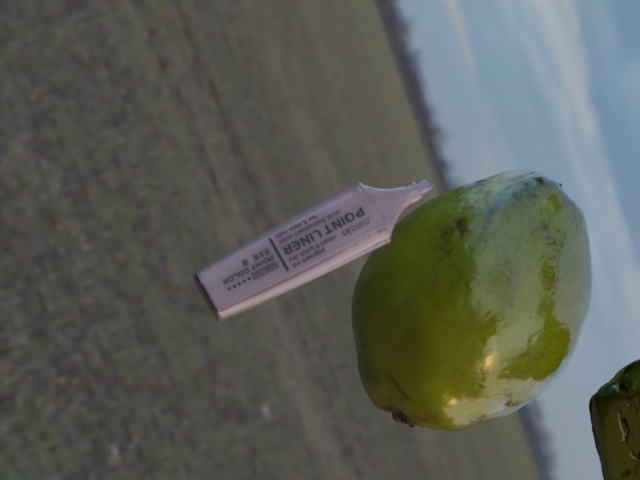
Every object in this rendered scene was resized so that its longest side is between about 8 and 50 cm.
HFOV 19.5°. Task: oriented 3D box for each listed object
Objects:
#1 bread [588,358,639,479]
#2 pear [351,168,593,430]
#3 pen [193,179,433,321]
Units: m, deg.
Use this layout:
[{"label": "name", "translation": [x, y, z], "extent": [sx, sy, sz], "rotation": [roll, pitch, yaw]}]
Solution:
[{"label": "bread", "translation": [0.349, 0.281, 1.640], "extent": [0.112, 0.166, 0.383], "rotation": [9, 65, -44]}, {"label": "pear", "translation": [0.145, 0.056, 1.731], "extent": [0.212, 0.269, 0.212], "rotation": [34, -4, 3]}, {"label": "pen", "translation": [0.000, 0.000, 1.408], "extent": [0.053, 0.197, 0.032], "rotation": [58, -13, 15]}]
